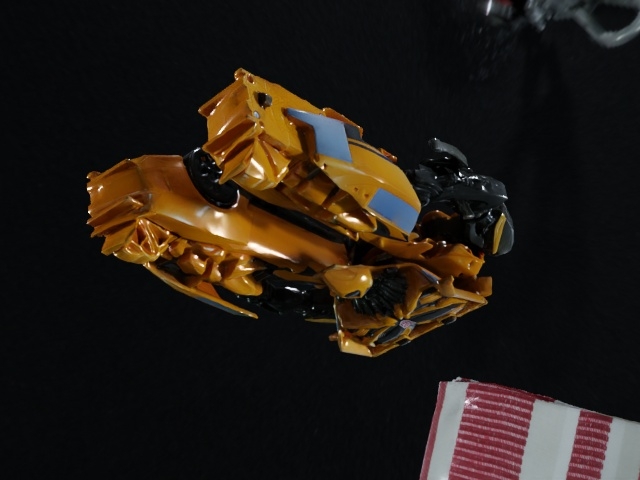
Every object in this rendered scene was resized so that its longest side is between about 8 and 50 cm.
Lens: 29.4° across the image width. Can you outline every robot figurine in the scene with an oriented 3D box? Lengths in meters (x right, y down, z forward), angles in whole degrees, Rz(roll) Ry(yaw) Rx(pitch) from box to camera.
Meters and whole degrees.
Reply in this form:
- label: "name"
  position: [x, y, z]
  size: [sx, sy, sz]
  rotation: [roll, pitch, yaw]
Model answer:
- label: "robot figurine"
  position: [0.000, 0.000, 0.818]
  size: [0.211, 0.291, 0.085]
  rotation: [-30, -128, 32]

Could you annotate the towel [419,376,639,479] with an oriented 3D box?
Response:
- label: "towel"
  position: [0.211, 0.262, 1.066]
  size: [0.329, 0.037, 0.237]
  rotation: [9, -94, 48]
